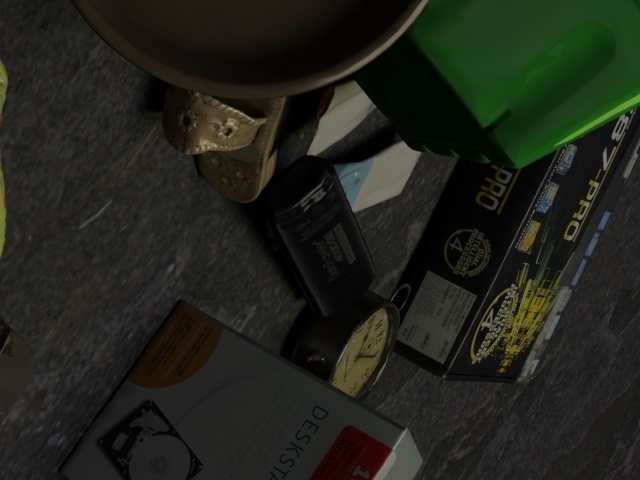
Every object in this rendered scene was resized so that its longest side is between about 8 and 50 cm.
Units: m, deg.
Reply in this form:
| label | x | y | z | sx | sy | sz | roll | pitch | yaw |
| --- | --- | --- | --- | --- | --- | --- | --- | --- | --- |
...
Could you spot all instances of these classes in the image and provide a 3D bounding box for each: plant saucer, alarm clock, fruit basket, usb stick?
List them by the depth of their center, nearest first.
| label | x | y | z | sx | sy | sz | roll | pitch | yaw |
| --- | --- | --- | --- | --- | --- | --- | --- | --- | --- |
| plant saucer | -0.044 | -0.228 | 1.215 | 0.278 | 0.278 | 0.041 | -63 | -162 | 3 |
| fruit basket | 0.199 | -0.223 | 1.449 | 0.392 | 0.283 | 0.392 | -38 | -168 | 10 |
| usb stick | 0.000 | 0.000 | 1.714 | 0.077 | 0.045 | 0.278 | -40 | 160 | -6 |
| alarm clock | 0.031 | 0.097 | 1.902 | 0.192 | 0.064 | 0.129 | -38 | 147 | -40 |

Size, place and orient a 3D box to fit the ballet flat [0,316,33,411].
| label | x | y | z | sx | sy | sz | roll | pitch | yaw |
| --- | --- | --- | --- | --- | --- | --- | --- | --- | --- |
| ballet flat | -0.254 | 0.032 | 1.264 | 0.084 | 0.058 | 0.250 | -54 | 151 | -21 |

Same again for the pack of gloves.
| label | x | y | z | sx | sy | sz | roll | pitch | yaw |
| --- | --- | --- | --- | --- | --- | --- | --- | --- | --- |
| pack of gloves | 0.030 | -0.097 | 1.740 | 0.232 | 0.046 | 0.195 | -26 | 150 | -50 |

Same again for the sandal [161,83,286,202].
| label | x | y | z | sx | sy | sz | roll | pitch | yaw |
| --- | --- | --- | --- | --- | --- | --- | --- | --- | --- |
| sandal | -0.079 | -0.085 | 1.443 | 0.079 | 0.088 | 0.240 | -56 | 162 | -28 |

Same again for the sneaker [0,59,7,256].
| label | x | y | z | sx | sy | sz | roll | pitch | yaw |
| --- | --- | --- | --- | --- | --- | --- | --- | --- | --- |
| sneaker | -0.216 | -0.069 | 1.152 | 0.094 | 0.081 | 0.208 | -48 | 140 | -61 |

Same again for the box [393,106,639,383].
| label | x | y | z | sx | sy | sz | roll | pitch | yaw |
| --- | --- | --- | --- | --- | --- | --- | --- | --- | --- |
| box | 0.234 | -0.035 | 2.140 | 0.395 | 0.097 | 0.318 | -64 | 160 | 5 |

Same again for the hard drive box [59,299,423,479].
| label | x | y | z | sx | sy | sz | roll | pitch | yaw |
| --- | --- | --- | --- | --- | --- | --- | --- | --- | --- |
| hard drive box | -0.063 | 0.186 | 1.590 | 0.181 | 0.232 | 0.089 | -56 | 156 | -16 |
